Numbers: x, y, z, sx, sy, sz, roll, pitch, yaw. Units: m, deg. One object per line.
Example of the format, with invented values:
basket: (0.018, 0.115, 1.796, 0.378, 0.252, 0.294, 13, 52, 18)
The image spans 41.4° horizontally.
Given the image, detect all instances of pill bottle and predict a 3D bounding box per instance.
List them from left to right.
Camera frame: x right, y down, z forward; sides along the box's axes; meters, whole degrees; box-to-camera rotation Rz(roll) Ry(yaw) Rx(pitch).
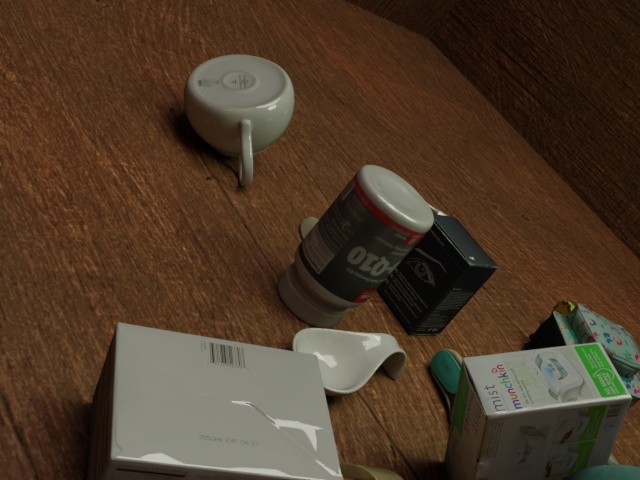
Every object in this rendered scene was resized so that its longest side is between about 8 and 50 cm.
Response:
pill bottle: (0.057, 0.017, 1.519, 0.161, 0.283, 0.161, 30, 27, -17)

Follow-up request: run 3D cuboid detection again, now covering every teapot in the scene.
teapot: (-0.173, -0.264, 1.823, 0.253, 0.187, 0.256, 28, 48, 23)

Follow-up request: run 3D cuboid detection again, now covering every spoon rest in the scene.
spoon rest: (0.058, 0.201, 1.451, 0.276, 0.084, 0.137, 5, 41, -50)

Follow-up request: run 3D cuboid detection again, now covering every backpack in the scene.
backpack: (0.632, 0.284, 1.956, 0.254, 0.191, 0.225, 34, 24, -20)

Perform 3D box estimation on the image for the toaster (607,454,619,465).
toaster: (0.440, 0.396, 1.578, 0.227, 0.129, 0.146, 23, 25, -24)

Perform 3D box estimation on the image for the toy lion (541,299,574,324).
toy lion: (0.611, 0.204, 2.147, 0.034, 0.096, 0.100, 26, 29, -24)

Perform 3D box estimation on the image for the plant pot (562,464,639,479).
plant pot: (0.441, 0.515, 1.218, 0.293, 0.293, 0.235, 41, 38, 5)

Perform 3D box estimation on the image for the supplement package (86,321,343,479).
supplement package: (-0.134, 0.236, 1.011, 0.262, 0.145, 0.204, 13, 35, -20)

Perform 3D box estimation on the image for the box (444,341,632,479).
box: (0.333, 0.306, 1.341, 0.231, 0.261, 0.126, -6, 40, -8)

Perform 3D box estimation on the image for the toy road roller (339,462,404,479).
toy road roller: (0.161, 0.383, 1.057, 0.329, 0.240, 0.202, 49, 6, 28)

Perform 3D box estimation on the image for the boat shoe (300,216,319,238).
boat shoe: (-0.002, 0.001, 1.755, 0.133, 0.049, 0.042, 54, 1, 43)

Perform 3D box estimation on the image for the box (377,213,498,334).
box: (0.235, 0.072, 1.748, 0.108, 0.207, 0.153, 7, 39, -47)

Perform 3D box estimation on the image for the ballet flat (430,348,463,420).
ballet flat: (0.279, 0.303, 1.584, 0.086, 0.086, 0.248, 24, 28, -27)

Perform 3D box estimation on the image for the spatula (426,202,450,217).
spatula: (0.276, -0.083, 2.270, 0.242, 0.019, 0.168, 34, 22, 2)
